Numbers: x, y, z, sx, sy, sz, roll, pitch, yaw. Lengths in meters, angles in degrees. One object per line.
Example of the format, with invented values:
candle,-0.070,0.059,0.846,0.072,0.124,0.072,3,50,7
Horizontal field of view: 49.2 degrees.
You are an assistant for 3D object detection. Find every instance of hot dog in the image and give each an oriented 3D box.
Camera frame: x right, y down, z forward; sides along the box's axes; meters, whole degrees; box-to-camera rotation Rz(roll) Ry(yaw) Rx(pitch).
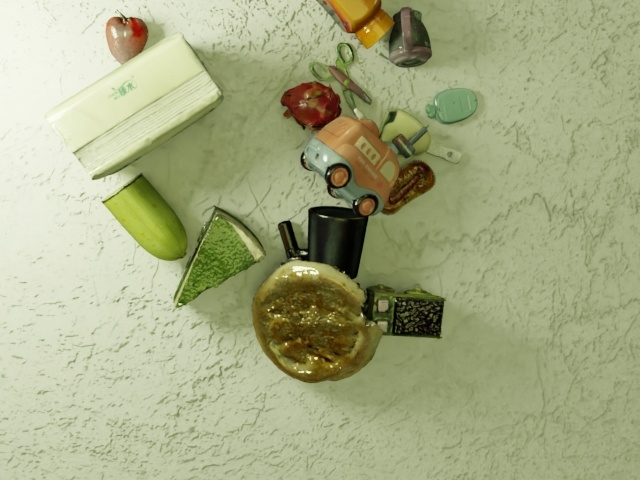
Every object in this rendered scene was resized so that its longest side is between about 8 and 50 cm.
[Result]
hot dog,0.233,-0.152,1.971,0.191,0.059,0.108,-33,107,-4

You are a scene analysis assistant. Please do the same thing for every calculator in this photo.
calculator,0.370,-0.378,1.971,0.153,0.021,0.095,-15,100,-9

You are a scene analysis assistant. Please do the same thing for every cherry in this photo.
cherry,-0.500,-0.521,1.789,0.106,0.087,0.126,25,113,-18

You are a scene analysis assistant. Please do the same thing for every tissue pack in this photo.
tissue pack,-0.443,-0.330,1.723,0.380,0.297,0.207,-34,104,-4

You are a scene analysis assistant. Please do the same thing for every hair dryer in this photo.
hair dryer,0.255,-0.284,1.912,0.114,0.037,0.063,-42,100,-11

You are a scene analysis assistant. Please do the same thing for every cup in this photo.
cup,0.014,-0.002,1.940,0.166,0.239,0.177,-12,112,-49

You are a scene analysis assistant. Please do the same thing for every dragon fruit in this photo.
dragon fruit,-0.025,-0.362,1.861,0.166,0.133,0.136,16,88,0

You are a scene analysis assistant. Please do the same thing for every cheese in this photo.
cheese,0.279,-0.273,1.959,0.251,0.054,0.127,21,95,-12

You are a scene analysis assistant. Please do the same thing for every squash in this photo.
squash,-0.448,-0.046,1.850,0.132,0.132,0.247,-37,103,-1

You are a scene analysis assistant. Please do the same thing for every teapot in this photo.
teapot,0.228,-0.548,1.872,0.148,0.116,0.146,-1,85,-50

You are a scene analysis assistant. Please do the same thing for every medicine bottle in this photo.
medicine bottle,0.084,-0.616,1.826,0.112,0.149,0.222,-44,103,1

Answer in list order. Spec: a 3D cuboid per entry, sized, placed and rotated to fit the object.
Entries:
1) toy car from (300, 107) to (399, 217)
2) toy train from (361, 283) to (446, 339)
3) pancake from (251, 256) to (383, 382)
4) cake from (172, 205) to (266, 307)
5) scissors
toy car,0.097,-0.207,1.854,0.212,0.180,0.270,-47,125,-1
toy train,0.229,0.203,1.964,0.260,0.177,0.134,4,98,-10
pancake,-0.015,0.222,1.895,0.382,0.071,0.382,9,117,17
cake,-0.269,0.074,1.881,0.172,0.158,0.284,26,96,-13
scissors,0.069,-0.438,1.918,0.133,0.020,0.187,-36,101,-6
